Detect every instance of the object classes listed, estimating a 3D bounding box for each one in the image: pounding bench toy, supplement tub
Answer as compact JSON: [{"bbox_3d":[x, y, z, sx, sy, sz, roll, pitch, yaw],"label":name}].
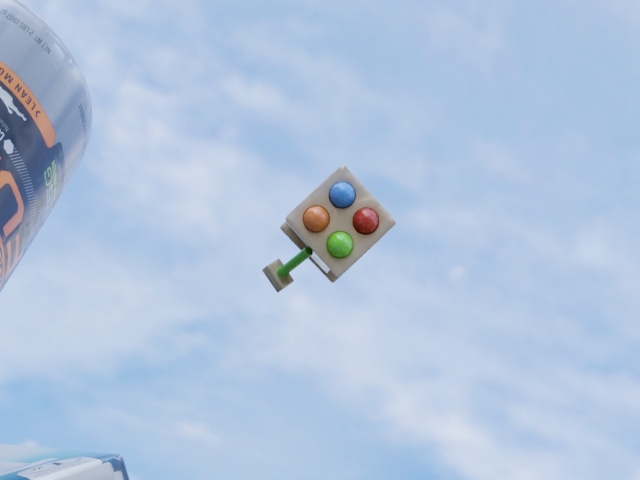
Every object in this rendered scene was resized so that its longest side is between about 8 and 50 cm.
[{"bbox_3d":[0.000,0.000,1.263,0.052,0.083,0.065,47,-6,1],"label":"pounding bench toy"},{"bbox_3d":[-0.292,-0.019,1.288,0.193,0.316,0.194,11,-48,12],"label":"supplement tub"}]

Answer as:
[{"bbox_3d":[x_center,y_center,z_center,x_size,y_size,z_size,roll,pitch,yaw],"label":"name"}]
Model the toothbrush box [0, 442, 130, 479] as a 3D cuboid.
[{"bbox_3d":[-0.224,0.197,1.034,0.216,0.126,0.295,-17,2,-22],"label":"toothbrush box"}]
